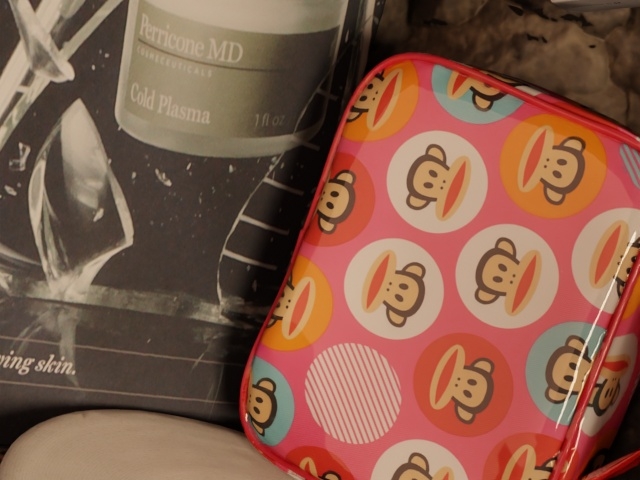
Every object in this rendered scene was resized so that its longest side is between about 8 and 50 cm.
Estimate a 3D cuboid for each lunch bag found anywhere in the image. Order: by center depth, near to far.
[{"bbox_3d":[0.106,0.049,0.911,0.258,0.120,0.293,26,98,26],"label":"lunch bag"}]

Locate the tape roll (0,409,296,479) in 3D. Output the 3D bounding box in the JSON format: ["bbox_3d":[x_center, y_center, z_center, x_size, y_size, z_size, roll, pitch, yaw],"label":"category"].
[{"bbox_3d":[-0.013,0.225,0.815,0.392,0.392,0.072,36,104,33],"label":"tape roll"}]

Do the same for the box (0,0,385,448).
[{"bbox_3d":[-0.233,-0.131,0.944,0.297,0.480,0.472,18,95,43],"label":"box"}]

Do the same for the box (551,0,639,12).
[{"bbox_3d":[0.221,-0.244,0.924,0.145,0.038,0.186,-1,85,35],"label":"box"}]
